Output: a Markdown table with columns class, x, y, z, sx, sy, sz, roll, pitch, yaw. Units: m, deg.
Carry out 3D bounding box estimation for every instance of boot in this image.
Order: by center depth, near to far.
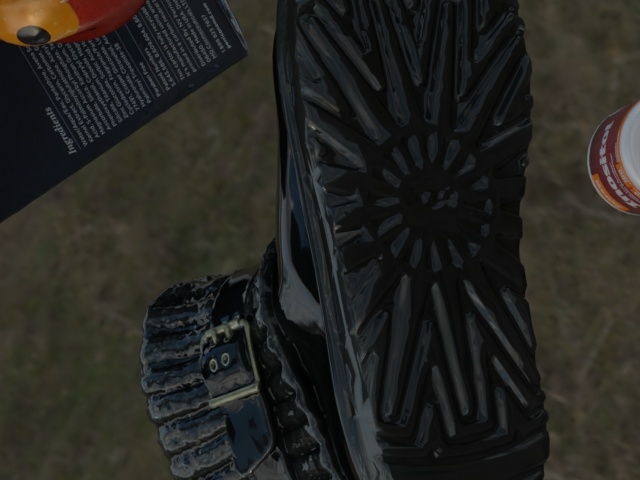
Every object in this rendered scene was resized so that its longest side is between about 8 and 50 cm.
| class | x | y | z | sx | sy | sz | roll | pitch | yaw |
| --- | --- | --- | --- | --- | --- | --- | --- | --- | --- |
| boot | -0.004 | 0.001 | 1.043 | 0.260 | 0.131 | 0.348 | -16 | 74 | 63 |

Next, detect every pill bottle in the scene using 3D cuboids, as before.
| class | x | y | z | sx | sy | sz | roll | pitch | yaw |
| --- | --- | --- | --- | --- | --- | --- | --- | --- | --- |
| pill bottle | 0.246 | -0.062 | 1.412 | 0.152 | 0.086 | 0.086 | 143 | 151 | -84 |

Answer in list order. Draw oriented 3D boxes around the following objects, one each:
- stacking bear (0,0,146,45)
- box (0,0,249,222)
| class | x | y | z | sx | sy | sz | roll | pitch | yaw |
| --- | --- | --- | --- | --- | --- | --- | --- | --- | --- |
| stacking bear | -0.173 | -0.205 | 0.946 | 0.175 | 0.289 | 0.164 | -11 | 52 | 19 |
| box | -0.175 | -0.102 | 1.170 | 0.207 | 0.108 | 0.153 | -37 | 17 | -27 |
